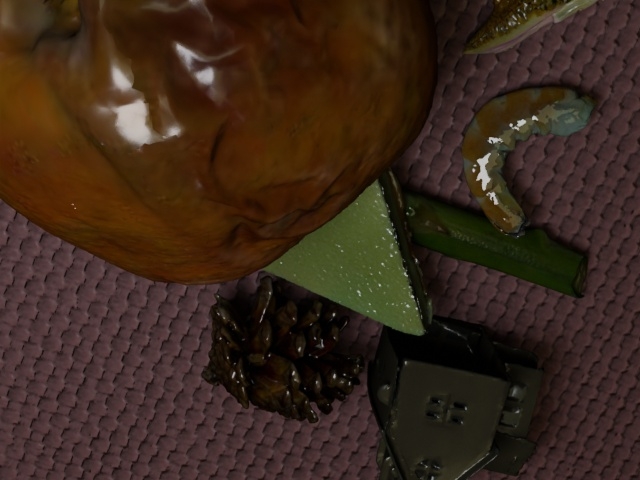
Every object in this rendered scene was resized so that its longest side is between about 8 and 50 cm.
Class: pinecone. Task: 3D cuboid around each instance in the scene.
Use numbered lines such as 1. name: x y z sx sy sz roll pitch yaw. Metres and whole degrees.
1. pinecone: -0.045 0.129 1.297 0.195 0.179 0.150 23 82 -4

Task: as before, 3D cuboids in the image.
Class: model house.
1. model house: 0.141 0.233 1.315 0.204 0.211 0.243 13 104 -4

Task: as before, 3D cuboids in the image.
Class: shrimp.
1. shrimp: 0.242 -0.089 1.270 0.161 0.049 0.166 -10 89 8

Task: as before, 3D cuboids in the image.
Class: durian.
1. durian: 0.239 -0.275 1.209 0.140 0.078 0.224 42 102 -14

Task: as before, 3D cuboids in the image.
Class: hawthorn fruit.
1. hawthorn fruit: -0.120 -0.169 1.026 0.472 0.472 0.472 0 110 -1

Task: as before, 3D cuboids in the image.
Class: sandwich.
1. sandwich: 0.000 0.000 1.281 0.212 0.063 0.245 -11 103 27

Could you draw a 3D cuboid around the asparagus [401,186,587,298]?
1. asparagus: 0.196 0.003 1.317 0.277 0.060 0.067 17 116 -7
